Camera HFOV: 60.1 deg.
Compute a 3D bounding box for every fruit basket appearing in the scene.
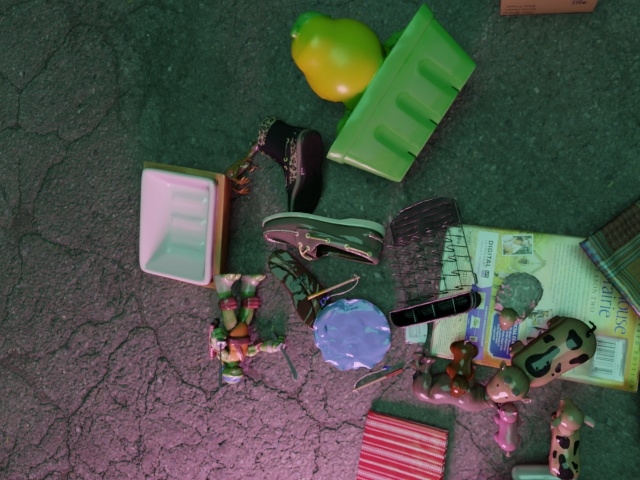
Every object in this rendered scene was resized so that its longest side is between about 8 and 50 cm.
[{"bbox_3d":[0.099,-0.344,1.206,0.391,0.283,0.392,1,97,4],"label":"fruit basket"}]

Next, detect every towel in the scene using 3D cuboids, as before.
[{"bbox_3d":[0.706,0.088,1.065,0.271,0.040,0.370,-30,77,-22],"label":"towel"},{"bbox_3d":[0.183,0.552,1.288,0.198,0.031,0.275,9,89,19],"label":"towel"}]

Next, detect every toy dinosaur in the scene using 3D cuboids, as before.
[{"bbox_3d":[-0.227,-0.171,1.429,0.211,0.064,0.112,-34,61,4],"label":"toy dinosaur"}]

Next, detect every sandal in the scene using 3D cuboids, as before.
[{"bbox_3d":[-0.050,0.117,1.353,0.090,0.060,0.219,-40,89,-3],"label":"sandal"}]

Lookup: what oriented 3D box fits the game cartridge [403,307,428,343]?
[{"bbox_3d":[0.223,0.198,1.294,0.055,0.017,0.083,-5,87,20],"label":"game cartridge"}]

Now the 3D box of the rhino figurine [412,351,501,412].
[{"bbox_3d":[0.319,0.323,1.231,0.243,0.073,0.106,8,87,16],"label":"rhino figurine"}]

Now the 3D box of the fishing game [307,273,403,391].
[{"bbox_3d":[0.075,0.224,1.318,0.189,0.041,0.264,-28,95,13],"label":"fishing game"}]

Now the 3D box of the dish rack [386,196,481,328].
[{"bbox_3d":[0.234,0.043,1.215,0.208,0.074,0.272,-21,71,38],"label":"dish rack"}]

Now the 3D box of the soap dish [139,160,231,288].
[{"bbox_3d":[-0.336,-0.043,1.392,0.228,0.118,0.291,11,106,17],"label":"soap dish"}]

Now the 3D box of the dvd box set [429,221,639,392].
[{"bbox_3d":[0.466,0.133,1.197,0.420,0.062,0.308,6,90,17],"label":"dvd box set"}]

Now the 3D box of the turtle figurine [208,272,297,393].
[{"bbox_3d":[-0.168,0.211,1.324,0.197,0.274,0.267,0,83,-17],"label":"turtle figurine"}]

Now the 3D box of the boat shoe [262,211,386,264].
[{"bbox_3d":[-0.001,-0.002,1.312,0.304,0.109,0.091,5,69,14],"label":"boat shoe"}]

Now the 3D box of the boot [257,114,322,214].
[{"bbox_3d":[-0.080,-0.182,1.365,0.178,0.085,0.237,34,129,40],"label":"boot"}]

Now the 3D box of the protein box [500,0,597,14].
[{"bbox_3d":[0.479,-0.575,1.141,0.199,0.201,0.136,5,90,17],"label":"protein box"}]

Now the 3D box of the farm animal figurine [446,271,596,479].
[{"bbox_3d":[0.420,0.274,1.080,0.330,0.172,0.327,38,97,14],"label":"farm animal figurine"}]

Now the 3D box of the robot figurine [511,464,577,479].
[{"bbox_3d":[0.457,0.608,1.113,0.353,0.200,0.300,0,74,17],"label":"robot figurine"}]
